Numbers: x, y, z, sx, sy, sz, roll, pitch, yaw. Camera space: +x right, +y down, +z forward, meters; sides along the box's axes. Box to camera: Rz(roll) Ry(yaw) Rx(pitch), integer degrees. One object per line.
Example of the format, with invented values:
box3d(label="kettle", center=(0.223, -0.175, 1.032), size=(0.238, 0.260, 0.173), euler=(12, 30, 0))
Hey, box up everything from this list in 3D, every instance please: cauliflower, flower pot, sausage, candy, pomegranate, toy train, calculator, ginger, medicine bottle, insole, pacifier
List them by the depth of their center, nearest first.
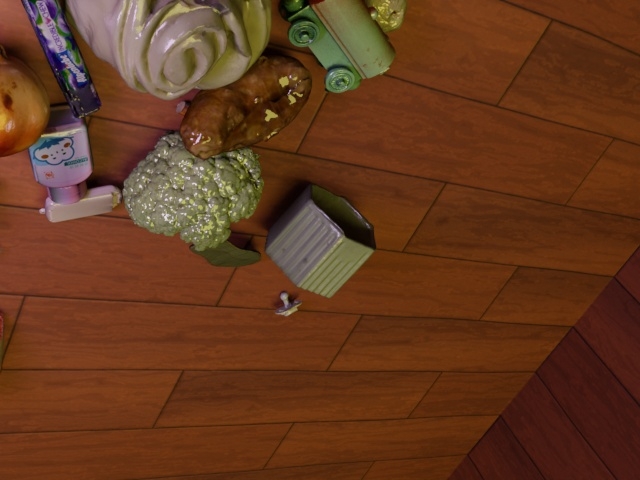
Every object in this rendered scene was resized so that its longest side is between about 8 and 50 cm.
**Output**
box3d(label="pomegranate", center=(-0.588, -0.243, 1.455), size=(0.209, 0.209, 0.209), euler=(-17, 137, -16))
box3d(label="candy", center=(-0.474, -0.367, 1.476), size=(0.061, 0.088, 0.312), euler=(-25, 139, -14))
box3d(label="medicine bottle", center=(-0.516, -0.168, 1.641), size=(0.119, 0.094, 0.188), euler=(-13, 135, -18))
box3d(label="ginger", center=(-0.164, -0.268, 1.682), size=(0.321, 0.172, 0.165), euler=(-39, 117, -24))
box3d(label="toy train", center=(0.039, -0.427, 1.688), size=(0.177, 0.116, 0.285), euler=(-27, 140, 16))
box3d(label="sausage", center=(-0.255, -0.265, 1.751), size=(0.107, 0.031, 0.031), euler=(21, 118, -41))
box3d(label="calculator", center=(-0.509, -0.078, 1.756), size=(0.175, 0.032, 0.100), euler=(-12, 163, -21))
box3d(label="cauliflower", center=(-0.266, -0.112, 1.794), size=(0.272, 0.275, 0.250), euler=(-60, 175, -5))
box3d(label="insole", center=(-0.223, 0.034, 1.962), size=(0.119, 0.009, 0.348), euler=(-18, 167, 8))
box3d(label="flower pot", center=(0.000, 0.000, 2.030), size=(0.239, 0.209, 0.189), euler=(21, 118, -44))
box3d(label="pacifier", center=(-0.094, 0.172, 2.270), size=(0.083, 0.068, 0.064), euler=(-27, 107, -31))

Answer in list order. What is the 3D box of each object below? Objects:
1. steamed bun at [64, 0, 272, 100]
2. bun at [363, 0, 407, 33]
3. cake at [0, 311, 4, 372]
box3d(label="steamed bun", center=(-0.251, -0.399, 1.456), size=(0.368, 0.255, 0.342), euler=(6, 129, -33))
box3d(label="bun", center=(0.134, -0.483, 1.741), size=(0.115, 0.069, 0.115), euler=(-16, 137, -15))
box3d(label="cake", center=(-0.839, 0.226, 1.870), size=(0.262, 0.159, 0.158), euler=(22, 124, -3))
